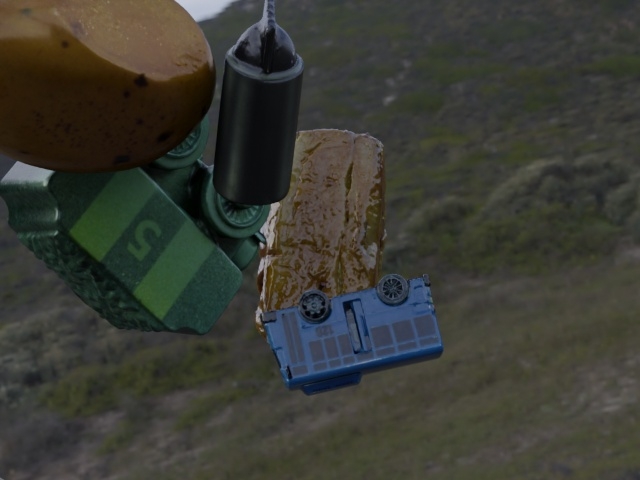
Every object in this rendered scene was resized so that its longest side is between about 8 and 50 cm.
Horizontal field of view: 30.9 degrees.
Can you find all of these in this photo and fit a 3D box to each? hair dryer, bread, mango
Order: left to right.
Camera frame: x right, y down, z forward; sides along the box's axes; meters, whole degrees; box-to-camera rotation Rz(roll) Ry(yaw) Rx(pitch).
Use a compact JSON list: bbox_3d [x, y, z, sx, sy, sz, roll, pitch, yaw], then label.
[{"bbox_3d":[-0.233,-0.149,1.057,0.191,0.159,0.290,-31,-21,32],"label":"mango"},{"bbox_3d":[-0.057,-0.183,1.163,0.078,0.195,0.248,6,36,-5],"label":"hair dryer"},{"bbox_3d":[0.000,0.000,1.533,0.167,0.294,0.132,2,-16,10],"label":"bread"}]

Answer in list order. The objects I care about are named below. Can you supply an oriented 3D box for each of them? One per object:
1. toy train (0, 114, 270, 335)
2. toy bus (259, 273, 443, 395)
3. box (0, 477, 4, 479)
[{"bbox_3d":[-0.194,-0.037,1.286,0.167,0.299,0.238,-1,49,52],"label":"toy train"},{"bbox_3d":[0.034,0.102,1.248,0.185,0.106,0.090,-13,-10,-1],"label":"toy bus"},{"bbox_3d":[-0.375,0.388,1.449,0.265,0.273,0.048,-38,23,48],"label":"box"}]
